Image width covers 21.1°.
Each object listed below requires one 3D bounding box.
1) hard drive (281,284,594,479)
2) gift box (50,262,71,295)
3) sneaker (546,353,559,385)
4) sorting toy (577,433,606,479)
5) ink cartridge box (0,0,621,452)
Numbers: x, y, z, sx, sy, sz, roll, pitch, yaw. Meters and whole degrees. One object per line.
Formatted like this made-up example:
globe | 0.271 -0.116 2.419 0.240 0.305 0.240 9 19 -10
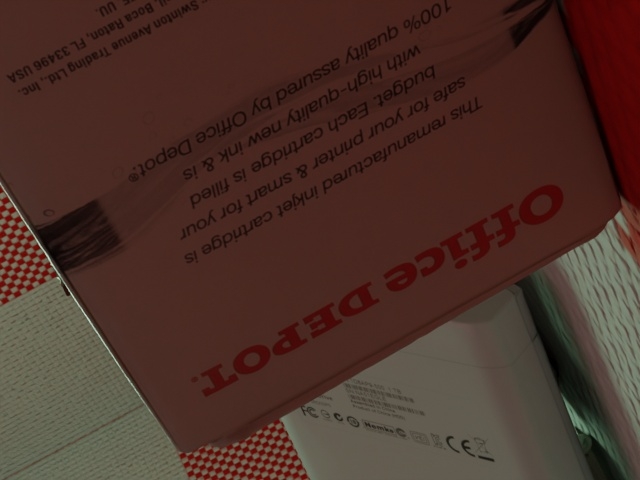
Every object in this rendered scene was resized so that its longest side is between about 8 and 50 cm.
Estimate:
hard drive | 0.083 0.162 1.132 0.233 0.047 0.353 8 133 42
gift box | -0.101 -0.132 1.098 0.276 0.255 0.258 -115 1 -55
sneaker | 0.092 0.045 1.113 0.229 0.086 0.132 47 179 -32
sorting toy | 0.178 0.164 1.163 0.083 0.045 0.075 63 -164 -16
ink cartridge box | -0.033 -0.088 0.644 0.289 0.211 0.121 64 176 -39
